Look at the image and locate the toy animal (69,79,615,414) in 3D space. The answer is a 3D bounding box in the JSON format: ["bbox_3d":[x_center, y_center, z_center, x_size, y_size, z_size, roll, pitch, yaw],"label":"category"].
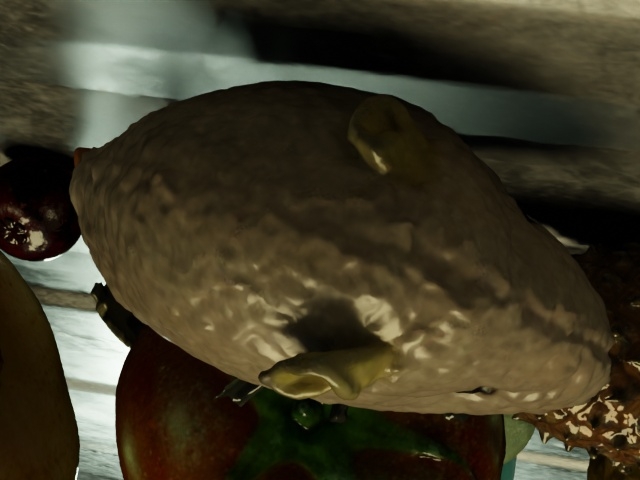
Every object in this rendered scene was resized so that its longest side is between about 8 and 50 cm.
[{"bbox_3d":[-0.007,-0.002,1.167,0.358,0.188,0.226,14,175,22],"label":"toy animal"}]

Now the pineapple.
[{"bbox_3d":[0.098,0.057,1.338,0.364,0.165,0.165,9,164,2],"label":"pineapple"}]

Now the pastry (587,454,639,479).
[{"bbox_3d":[0.333,0.217,1.584,0.240,0.235,0.132,-12,156,8],"label":"pastry"}]

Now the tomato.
[{"bbox_3d":[-0.001,0.152,1.525,0.303,0.303,0.239,11,166,6],"label":"tomato"}]

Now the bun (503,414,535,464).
[{"bbox_3d":[0.083,0.154,1.754,0.212,0.126,0.204,-2,160,38],"label":"bun"}]

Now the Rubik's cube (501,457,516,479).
[{"bbox_3d":[-0.027,0.316,1.978,0.352,0.351,0.347,17,163,-8],"label":"Rubik's cube"}]

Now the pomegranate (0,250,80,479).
[{"bbox_3d":[-0.387,0.155,1.635,0.417,0.416,0.416,11,164,3],"label":"pomegranate"}]

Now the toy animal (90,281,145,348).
[{"bbox_3d":[-0.096,0.061,1.661,0.214,0.093,0.186,9,170,-16],"label":"toy animal"}]

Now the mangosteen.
[{"bbox_3d":[-0.209,-0.025,1.459,0.081,0.081,0.081,11,164,3],"label":"mangosteen"}]
